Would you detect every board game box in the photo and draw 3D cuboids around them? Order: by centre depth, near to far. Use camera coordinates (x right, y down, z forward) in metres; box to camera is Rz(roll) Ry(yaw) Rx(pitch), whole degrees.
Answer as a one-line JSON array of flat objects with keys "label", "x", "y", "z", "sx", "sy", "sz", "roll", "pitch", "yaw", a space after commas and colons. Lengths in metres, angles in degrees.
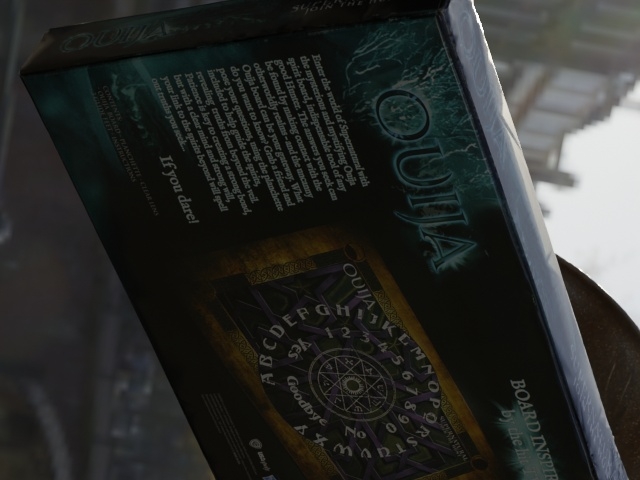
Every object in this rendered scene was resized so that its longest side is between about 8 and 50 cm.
[{"label": "board game box", "x": 0.007, "y": 0.014, "z": 0.549, "sx": 0.026, "sy": 0.126, "sz": 0.186, "roll": -67, "pitch": 144, "yaw": -48}]

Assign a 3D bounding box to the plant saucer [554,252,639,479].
[{"label": "plant saucer", "x": 0.066, "y": 0.071, "z": 0.858, "sx": 0.036, "sy": 0.199, "sz": 0.198, "roll": 117, "pitch": -14, "yaw": -44}]
